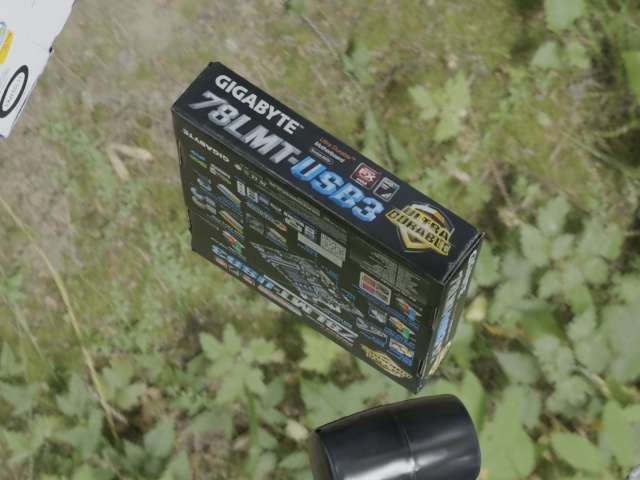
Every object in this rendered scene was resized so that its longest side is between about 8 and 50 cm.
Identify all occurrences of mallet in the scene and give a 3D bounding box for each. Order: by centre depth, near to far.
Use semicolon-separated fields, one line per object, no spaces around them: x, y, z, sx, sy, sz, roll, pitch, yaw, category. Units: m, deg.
0.024;0.106;0.570;0.062;0.039;0.190;-15;162;-8;mallet

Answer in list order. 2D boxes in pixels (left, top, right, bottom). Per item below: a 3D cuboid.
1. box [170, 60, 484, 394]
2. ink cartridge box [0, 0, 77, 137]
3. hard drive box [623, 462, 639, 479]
0.000;0.000;1.250;0.073;0.295;0.293;-52;165;-20;box
-0.355;-0.271;1.221;0.270;0.151;0.395;-63;153;-3;ink cartridge box
0.220;0.180;0.754;0.232;0.089;0.181;-20;141;-50;hard drive box
